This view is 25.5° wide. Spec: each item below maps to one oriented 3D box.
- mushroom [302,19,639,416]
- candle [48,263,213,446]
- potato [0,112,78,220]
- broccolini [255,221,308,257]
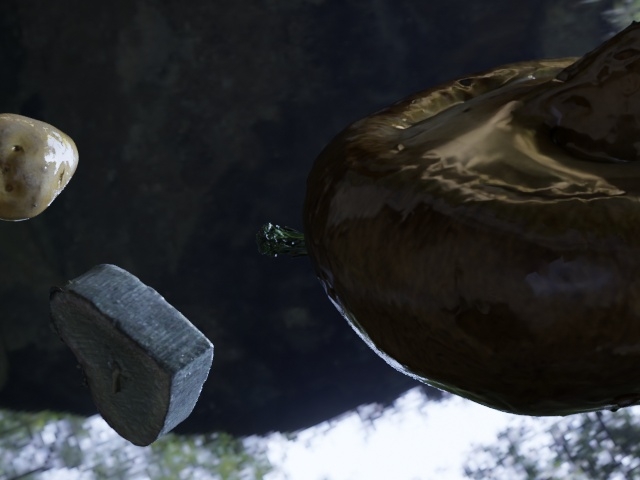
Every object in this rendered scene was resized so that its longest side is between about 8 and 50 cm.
[{"bbox_3d":[0.155,-0.015,0.851,0.345,0.345,0.239,1,-95,44],"label":"mushroom"},{"bbox_3d":[-0.180,0.115,1.398,0.168,0.068,0.192,0,-59,46],"label":"candle"},{"bbox_3d":[-0.188,-0.048,0.884,0.062,0.083,0.068,-24,-85,17],"label":"potato"},{"bbox_3d":[0.000,0.000,1.514,0.030,0.140,0.035,103,-14,-60],"label":"broccolini"}]
